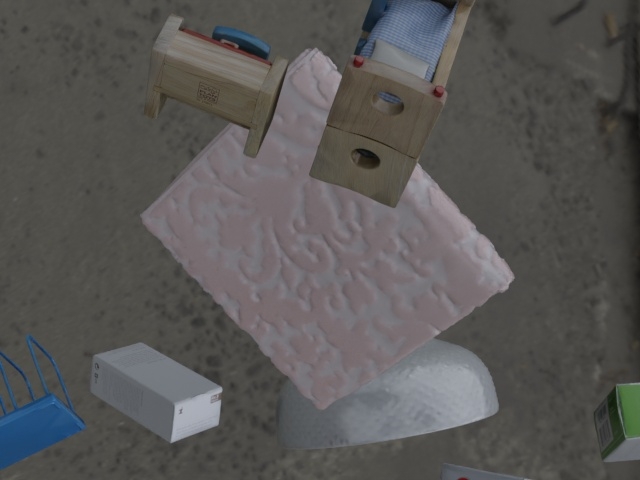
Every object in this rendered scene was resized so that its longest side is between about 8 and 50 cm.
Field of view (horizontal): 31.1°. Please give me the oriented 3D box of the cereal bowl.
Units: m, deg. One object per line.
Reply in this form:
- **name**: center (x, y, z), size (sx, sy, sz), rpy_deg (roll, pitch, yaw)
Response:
- **cereal bowl**: center (0.091, 0.218, 1.747), size (0.339, 0.339, 0.141), rpy_deg (-7, 86, -43)

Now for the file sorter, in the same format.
- **file sorter**: center (-0.393, 0.204, 1.380), size (0.170, 0.118, 0.104), rpy_deg (-26, 64, -5)

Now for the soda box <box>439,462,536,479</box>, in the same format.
- **soda box**: center (0.174, 0.210, 0.821), size (0.216, 0.074, 0.069), rpy_deg (19, 77, -41)

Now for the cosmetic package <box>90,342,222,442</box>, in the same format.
- **cosmetic package**: center (-0.296, 0.268, 2.058), size (0.117, 0.231, 0.085), rpy_deg (-13, 119, -45)

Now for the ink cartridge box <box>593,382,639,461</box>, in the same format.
- **ink cartridge box**: center (0.415, 0.194, 1.254), size (0.209, 0.109, 0.062), rpy_deg (-3, 66, -2)

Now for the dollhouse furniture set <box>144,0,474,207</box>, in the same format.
- **dollhouse furniture set**: center (-0.004, -0.135, 0.766), size (0.184, 0.129, 0.129), rpy_deg (21, 58, -1)

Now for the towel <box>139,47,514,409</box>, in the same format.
- **towel**: center (0.000, 0.000, 1.300), size (0.332, 0.317, 0.053), rpy_deg (48, 33, -5)
